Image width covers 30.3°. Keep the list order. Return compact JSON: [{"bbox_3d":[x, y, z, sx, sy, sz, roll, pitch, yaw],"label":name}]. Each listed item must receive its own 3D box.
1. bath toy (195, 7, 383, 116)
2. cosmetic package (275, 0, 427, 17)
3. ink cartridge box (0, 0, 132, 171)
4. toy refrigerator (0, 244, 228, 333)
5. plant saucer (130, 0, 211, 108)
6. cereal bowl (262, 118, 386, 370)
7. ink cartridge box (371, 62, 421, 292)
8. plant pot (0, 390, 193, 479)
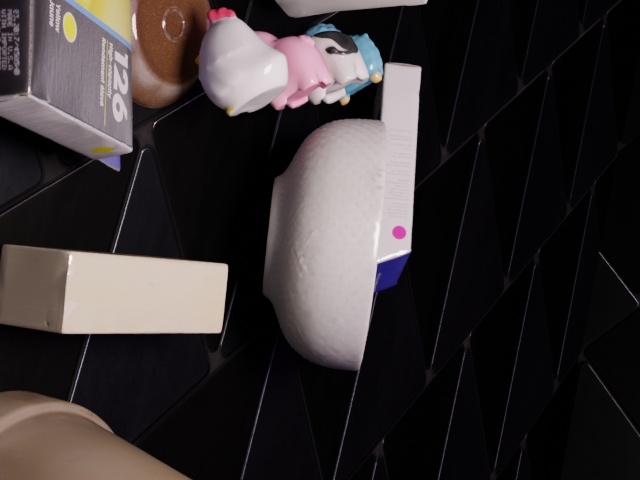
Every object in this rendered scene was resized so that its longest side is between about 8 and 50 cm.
[{"bbox_3d":[-0.054,-0.229,1.511,0.129,0.151,0.348,63,26,5],"label":"bath toy"},{"bbox_3d":[0.048,-0.500,1.543,0.156,0.217,0.385,44,53,-53],"label":"cosmetic package"},{"bbox_3d":[-0.238,-0.245,1.170,0.307,0.072,0.303,25,61,-72],"label":"ink cartridge box"},{"bbox_3d":[-0.226,0.061,1.327,0.269,0.102,0.094,6,89,-58],"label":"toy refrigerator"},{"bbox_3d":[-0.186,-0.257,1.409,0.198,0.036,0.198,-13,105,-56],"label":"plant saucer"},{"bbox_3d":[0.000,0.000,1.579,0.339,0.141,0.339,-174,-90,-88],"label":"cereal bowl"},{"bbox_3d":[0.099,-0.057,1.738,0.176,0.069,0.371,102,-4,-72],"label":"ink cartridge box"},{"bbox_3d":[-0.232,0.327,1.190,0.323,0.280,0.323,-9,101,-56],"label":"plant pot"}]
